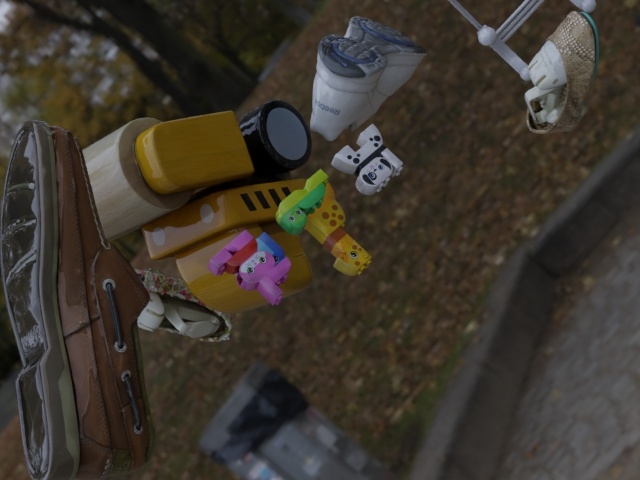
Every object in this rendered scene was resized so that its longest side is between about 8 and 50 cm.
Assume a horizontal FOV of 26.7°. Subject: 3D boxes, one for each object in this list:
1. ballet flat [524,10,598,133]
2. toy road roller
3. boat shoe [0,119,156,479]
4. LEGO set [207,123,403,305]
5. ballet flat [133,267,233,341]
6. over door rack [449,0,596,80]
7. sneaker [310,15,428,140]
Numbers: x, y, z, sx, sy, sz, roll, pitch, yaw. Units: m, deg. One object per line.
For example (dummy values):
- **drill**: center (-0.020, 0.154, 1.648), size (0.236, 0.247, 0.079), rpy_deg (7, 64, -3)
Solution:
- **ballet flat**: center (0.265, -0.178, 1.510), size (0.067, 0.073, 0.206), rpy_deg (-21, -29, -7)
- **toy road roller**: center (-0.142, -0.026, 1.675), size (0.202, 0.241, 0.329), rpy_deg (-23, -8, 41)
- **boat shoe**: center (-0.205, 0.051, 1.149), size (0.104, 0.307, 0.110), rpy_deg (-2, -6, -30)
- **LEGO set**: center (0.000, 0.000, 1.303), size (0.227, 0.093, 0.087), rpy_deg (-42, -11, -26)
- **ballet flat**: center (-0.213, 0.092, 1.851), size (0.241, 0.077, 0.091), rpy_deg (11, -57, -39)
- **over door rack**: center (0.219, -0.353, 1.525), size (0.239, 0.324, 0.108), rpy_deg (-48, 35, 9)
- **sneaker**: center (0.053, -0.222, 1.828), size (0.297, 0.111, 0.129), rpy_deg (-33, -31, -60)
